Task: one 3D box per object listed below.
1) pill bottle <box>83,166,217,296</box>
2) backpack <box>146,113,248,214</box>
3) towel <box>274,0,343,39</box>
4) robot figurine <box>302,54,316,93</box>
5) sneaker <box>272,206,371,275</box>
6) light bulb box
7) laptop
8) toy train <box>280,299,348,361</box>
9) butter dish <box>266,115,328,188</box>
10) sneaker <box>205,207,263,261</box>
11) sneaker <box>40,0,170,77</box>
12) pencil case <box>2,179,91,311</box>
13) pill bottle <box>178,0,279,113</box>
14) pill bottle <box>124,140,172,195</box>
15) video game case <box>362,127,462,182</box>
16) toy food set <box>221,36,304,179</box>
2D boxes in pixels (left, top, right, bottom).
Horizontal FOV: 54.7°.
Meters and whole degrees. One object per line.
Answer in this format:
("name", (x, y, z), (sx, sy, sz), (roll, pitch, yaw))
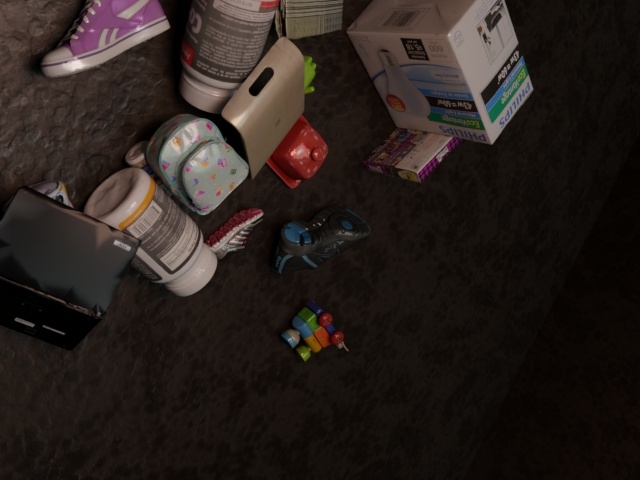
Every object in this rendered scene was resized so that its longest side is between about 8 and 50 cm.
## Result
("pill bottle", (-0.352, -0.010, 1.317), (0.162, 0.162, 0.278), (-53, 134, -17))
("backpack", (-0.255, -0.162, 1.278), (0.166, 0.144, 0.188), (-46, 123, -10))
("towel", (-0.027, -0.634, 1.427), (0.324, 0.056, 0.313), (-38, 135, -56))
("robot figurine", (-0.057, -0.400, 1.527), (0.115, 0.067, 0.101), (-58, 147, -11))
("sneaker", (0.000, 0.000, 1.714), (0.340, 0.125, 0.140), (-13, 140, -44))
("light bulb box", (0.322, -0.480, 1.657), (0.225, 0.357, 0.361), (-51, 131, -16))
("laptop", (-0.512, 0.064, 1.161), (0.234, 0.264, 0.137), (29, 44, -25))
("toy train", (-0.011, 0.300, 1.801), (0.143, 0.105, 0.248), (-40, 129, -13))
("butter dish", (-0.041, -0.225, 1.569), (0.160, 0.118, 0.160), (-57, 135, -13))
("sneaker", (-0.204, -0.011, 1.528), (0.170, 0.063, 0.075), (-41, 129, -20))
("sneaker", (-0.427, -0.419, 1.154), (0.282, 0.102, 0.161), (-47, 128, -36))
("pencil case", (-0.501, 0.016, 1.210), (0.114, 0.124, 0.273), (-78, 158, -55))
("pill bottle", (-0.193, -0.412, 1.258), (0.161, 0.161, 0.283), (-15, 144, -40))
("pill bottle", (-0.356, -0.150, 1.328), (0.067, 0.067, 0.120), (-51, 132, -18))
("video game case", (0.271, -0.267, 1.788), (0.232, 0.210, 0.042), (-45, 131, -24))
("toy food set", (-0.134, -0.286, 1.388), (0.220, 0.092, 0.306), (-55, 171, -14))
